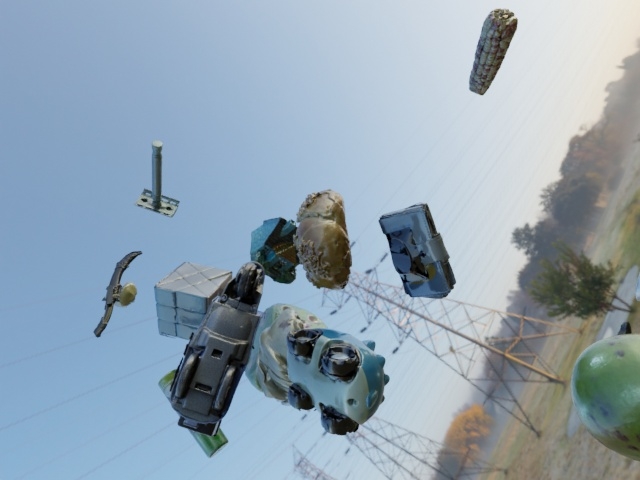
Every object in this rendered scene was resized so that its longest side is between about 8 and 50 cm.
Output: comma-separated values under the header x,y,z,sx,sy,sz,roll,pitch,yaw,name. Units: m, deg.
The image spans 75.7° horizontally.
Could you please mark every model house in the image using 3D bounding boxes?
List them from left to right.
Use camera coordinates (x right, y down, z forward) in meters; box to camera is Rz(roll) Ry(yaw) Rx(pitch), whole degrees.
x,y,z,sx,sy,sz,roll,pitch,yaw,name
-0.147,0.033,1.873,0.241,0.226,0.261,-37,-48,27,model house

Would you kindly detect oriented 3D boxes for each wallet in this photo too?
x,y,z,sx,sy,sz,roll,pitch,yaw,name
0.233,0.031,1.016,0.069,0.170,0.231,-26,-81,-34,wallet

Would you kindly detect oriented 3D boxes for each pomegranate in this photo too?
x,y,z,sx,sy,sz,roll,pitch,yaw,name
0.385,0.200,0.454,0.156,0.220,0.156,-12,-52,-16,pomegranate

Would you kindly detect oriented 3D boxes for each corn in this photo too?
x,y,z,sx,sy,sz,roll,pitch,yaw,name
0.410,-0.444,0.999,0.080,0.079,0.237,-56,-19,-18,corn

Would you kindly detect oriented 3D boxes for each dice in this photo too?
x,y,z,sx,sy,sz,roll,pitch,yaw,name
-0.147,0.503,1.889,0.318,0.330,0.323,24,-76,-17,dice

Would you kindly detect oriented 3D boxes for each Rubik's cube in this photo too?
x,y,z,sx,sy,sz,roll,pitch,yaw,name
-0.496,0.245,1.643,0.221,0.230,0.225,-57,-25,-63,Rubik's cube

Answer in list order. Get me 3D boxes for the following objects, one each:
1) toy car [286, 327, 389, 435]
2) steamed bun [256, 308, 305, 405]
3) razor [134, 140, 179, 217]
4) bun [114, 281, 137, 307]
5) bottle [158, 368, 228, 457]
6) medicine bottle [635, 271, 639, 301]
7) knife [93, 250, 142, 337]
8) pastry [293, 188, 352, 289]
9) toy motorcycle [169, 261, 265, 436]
x,y,z,sx,sy,sz,roll,pitch,yaw,name
0.041,0.294,0.929,0.190,0.255,0.189,-12,-76,-42,toy car
-0.110,0.423,1.385,0.219,0.310,0.324,-26,-23,-11,steamed bun
-0.418,-0.162,1.062,0.232,0.105,0.068,119,167,-48,razor
-0.603,0.174,1.286,0.054,0.086,0.086,34,-102,-17,bun
-0.462,0.623,1.497,0.093,0.330,0.093,-39,-19,-16,bottle
0.823,0.114,0.862,0.147,0.247,0.147,-10,-74,-37,medicine bottle
-0.439,0.104,0.873,0.021,0.045,0.222,95,180,-47,knife
0.000,0.000,1.236,0.255,0.161,0.311,95,169,-55,pastry
-0.200,0.216,0.870,0.213,0.125,0.359,111,179,-66,toy motorcycle
